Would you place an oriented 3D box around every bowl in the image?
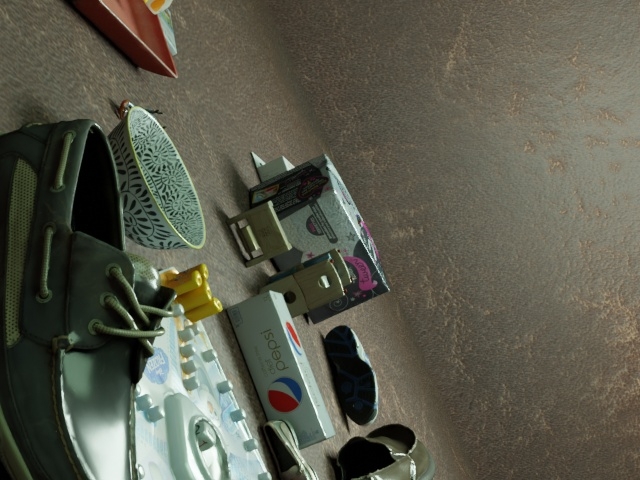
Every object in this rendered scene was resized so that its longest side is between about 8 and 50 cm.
[{"bbox_3d":[-0.200,-0.054,1.132,0.170,0.080,0.170,-23,90,-81],"label":"bowl"}]

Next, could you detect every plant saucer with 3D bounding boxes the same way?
[{"bbox_3d":[-0.302,-0.372,1.442,0.259,0.048,0.258,45,23,-68],"label":"plant saucer"}]

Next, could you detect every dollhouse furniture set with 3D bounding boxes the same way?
[{"bbox_3d":[-0.045,0.019,1.676,0.129,0.129,0.183,-51,117,-80],"label":"dollhouse furniture set"}]

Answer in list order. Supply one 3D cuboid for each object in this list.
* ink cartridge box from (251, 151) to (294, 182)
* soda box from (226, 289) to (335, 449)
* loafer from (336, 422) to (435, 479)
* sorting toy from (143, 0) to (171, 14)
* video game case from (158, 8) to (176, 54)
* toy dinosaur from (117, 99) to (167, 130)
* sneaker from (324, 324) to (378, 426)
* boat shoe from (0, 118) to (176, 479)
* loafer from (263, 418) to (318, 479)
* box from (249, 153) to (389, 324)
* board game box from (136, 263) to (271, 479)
[{"bbox_3d":[-0.068,-0.096,2.042,0.104,0.060,0.180,38,30,-70],"label":"ink cartridge box"},{"bbox_3d":[-0.054,0.180,1.422,0.074,0.069,0.216,27,41,-76],"label":"soda box"},{"bbox_3d":[0.099,0.358,1.642,0.366,0.134,0.130,-58,124,-79],"label":"loafer"},{"bbox_3d":[-0.230,-0.384,1.498,0.045,0.075,0.083,-22,88,-81],"label":"sorting toy"},{"bbox_3d":[-0.272,-0.378,1.740,0.087,0.011,0.122,56,14,-46],"label":"video game case"},{"bbox_3d":[-0.241,-0.157,1.352,0.090,0.047,0.082,26,-16,49],"label":"toy dinosaur"},{"bbox_3d":[0.071,0.254,1.910,0.081,0.080,0.211,53,18,-45],"label":"sneaker"},{"bbox_3d":[-0.188,0.047,0.791,0.132,0.130,0.355,44,24,-64],"label":"boat shoe"},{"bbox_3d":[-0.041,0.289,1.333,0.039,0.045,0.125,15,43,-57],"label":"loafer"},{"bbox_3d":[0.000,0.000,1.868,0.142,0.163,0.247,-102,165,-57],"label":"box"},{"bbox_3d":[-0.112,0.218,1.061,0.390,0.050,0.389,-30,97,-81],"label":"board game box"}]
